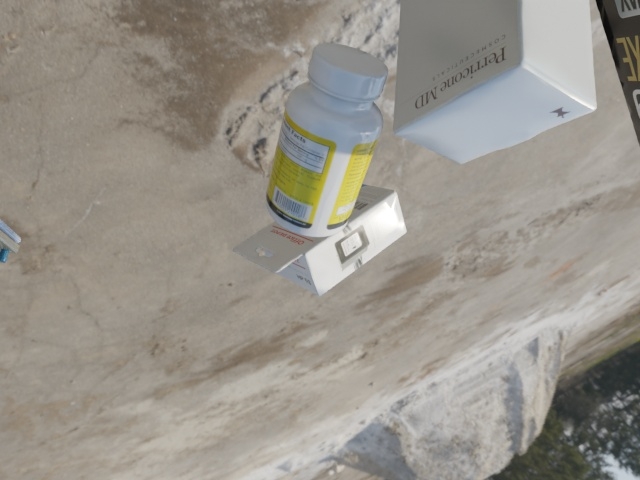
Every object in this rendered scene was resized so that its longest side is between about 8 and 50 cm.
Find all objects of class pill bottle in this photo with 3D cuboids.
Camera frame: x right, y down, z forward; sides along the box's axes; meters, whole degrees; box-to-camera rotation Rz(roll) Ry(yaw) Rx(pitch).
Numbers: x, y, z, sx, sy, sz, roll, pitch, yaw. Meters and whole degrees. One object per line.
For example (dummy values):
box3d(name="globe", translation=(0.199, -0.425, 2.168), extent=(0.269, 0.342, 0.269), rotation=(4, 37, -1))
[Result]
box3d(name="pill bottle", translation=(0.004, -0.065, 0.330), extent=(0.065, 0.065, 0.116), rotation=(-11, 137, -33))

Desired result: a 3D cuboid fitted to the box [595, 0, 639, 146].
box3d(name="box", translation=(0.257, -0.110, 0.245), extent=(0.076, 0.243, 0.307), rotation=(-24, -164, 11))

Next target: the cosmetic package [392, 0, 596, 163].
box3d(name="cosmetic package", translation=(0.250, -0.375, 0.743), extent=(0.161, 0.454, 0.230), rotation=(15, 161, -31))

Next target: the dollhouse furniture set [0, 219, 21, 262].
box3d(name="dollhouse furniture set", translation=(-0.521, -0.080, 0.659), extent=(0.302, 0.198, 0.286), rotation=(3, 156, -1))

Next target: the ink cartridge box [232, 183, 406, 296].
box3d(name="ink cartridge box", translation=(0.000, 0.000, 0.586), extent=(0.180, 0.104, 0.060), rotation=(-34, 121, -25))
